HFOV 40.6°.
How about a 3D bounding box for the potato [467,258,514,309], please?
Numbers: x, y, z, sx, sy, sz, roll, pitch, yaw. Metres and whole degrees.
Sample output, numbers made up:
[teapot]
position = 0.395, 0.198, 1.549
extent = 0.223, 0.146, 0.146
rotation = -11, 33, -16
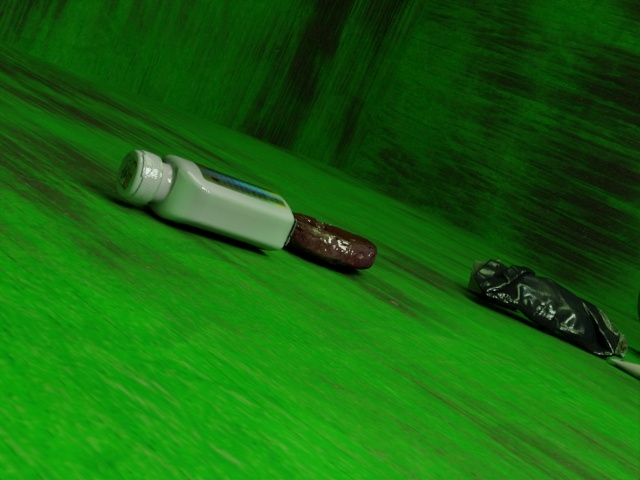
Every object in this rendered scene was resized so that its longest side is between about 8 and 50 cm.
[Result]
[potato]
position = 0.353, 0.084, 1.711
extent = 0.122, 0.086, 0.061
rotation = 18, -4, -30

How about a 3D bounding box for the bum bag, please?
[bum bag]
position = 0.425, 0.122, 1.621
extent = 0.310, 0.074, 0.137
rotation = 28, 35, -9

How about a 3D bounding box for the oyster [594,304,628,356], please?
[oyster]
position = 0.578, 0.190, 1.763
extent = 0.125, 0.064, 0.177
rotation = 46, 7, 30

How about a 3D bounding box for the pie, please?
[pie]
position = 0.000, 0.000, 1.295
extent = 0.182, 0.049, 0.182
rotation = 20, 5, -2

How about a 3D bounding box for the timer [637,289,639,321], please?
[timer]
position = 0.800, 0.196, 1.796
extent = 0.291, 0.290, 0.315
rotation = 26, 28, 14

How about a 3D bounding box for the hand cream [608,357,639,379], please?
[hand cream]
position = 0.584, 0.238, 1.531
extent = 0.061, 0.039, 0.143
rotation = 15, 7, -40

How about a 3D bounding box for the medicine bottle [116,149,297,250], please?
[medicine bottle]
position = -0.147, -0.053, 1.090
extent = 0.219, 0.078, 0.115
rotation = 18, 12, -37
